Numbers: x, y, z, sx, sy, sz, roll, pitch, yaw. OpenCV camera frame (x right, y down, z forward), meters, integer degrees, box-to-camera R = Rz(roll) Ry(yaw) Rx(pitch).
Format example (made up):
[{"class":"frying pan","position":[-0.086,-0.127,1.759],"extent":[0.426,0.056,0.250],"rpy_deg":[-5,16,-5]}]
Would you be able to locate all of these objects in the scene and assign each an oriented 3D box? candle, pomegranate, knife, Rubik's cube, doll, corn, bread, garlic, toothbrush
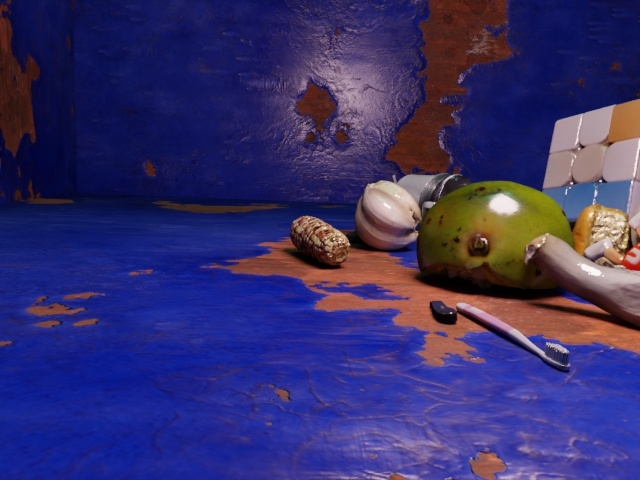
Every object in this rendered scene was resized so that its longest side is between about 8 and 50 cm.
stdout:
[{"class":"candle","position":[0.386,-0.130,2.039],"extent":[0.222,0.221,0.343],"rpy_deg":[-2,6,-29]},{"class":"pomegranate","position":[0.375,-0.018,1.209],"extent":[0.310,0.215,0.359],"rpy_deg":[3,7,29]},{"class":"knife","position":[0.198,0.112,0.931],"extent":[0.031,0.018,0.121],"rpy_deg":[-4,7,2]},{"class":"Rubik's cube","position":[0.890,-0.169,1.639],"extent":[0.347,0.346,0.344],"rpy_deg":[16,-6,-20]},{"class":"doll","position":[0.609,0.048,1.062],"extent":[0.085,0.183,0.217],"rpy_deg":[33,27,-35]},{"class":"corn","position":[0.000,0.000,1.394],"extent":[0.098,0.098,0.290],"rpy_deg":[-1,10,-21]},{"class":"bread","position":[0.623,0.004,1.272],"extent":[0.121,0.173,0.246],"rpy_deg":[4,9,32]},{"class":"garlic","position":[0.194,-0.055,1.627],"extent":[0.203,0.184,0.281],"rpy_deg":[30,-7,6]},{"class":"toothbrush","position":[0.266,0.126,0.824],"extent":[0.020,0.025,0.286],"rpy_deg":[1,7,-13]}]

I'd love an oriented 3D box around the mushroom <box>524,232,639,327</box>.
[{"class":"mushroom","position":[0.468,0.069,0.944],"extent":[0.278,0.099,0.096],"rpy_deg":[28,-14,39]}]

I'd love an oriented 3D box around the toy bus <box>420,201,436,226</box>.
[{"class":"toy bus","position":[0.404,-0.032,1.588],"extent":[0.152,0.144,0.330],"rpy_deg":[4,4,-21]}]

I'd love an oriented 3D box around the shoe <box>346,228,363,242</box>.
[{"class":"shoe","position":[0.165,-0.046,1.814],"extent":[0.108,0.093,0.241],"rpy_deg":[5,10,29]}]

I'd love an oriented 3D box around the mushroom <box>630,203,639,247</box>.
[{"class":"mushroom","position":[0.749,0.015,1.179],"extent":[0.244,0.243,0.243],"rpy_deg":[2,8,0]}]
